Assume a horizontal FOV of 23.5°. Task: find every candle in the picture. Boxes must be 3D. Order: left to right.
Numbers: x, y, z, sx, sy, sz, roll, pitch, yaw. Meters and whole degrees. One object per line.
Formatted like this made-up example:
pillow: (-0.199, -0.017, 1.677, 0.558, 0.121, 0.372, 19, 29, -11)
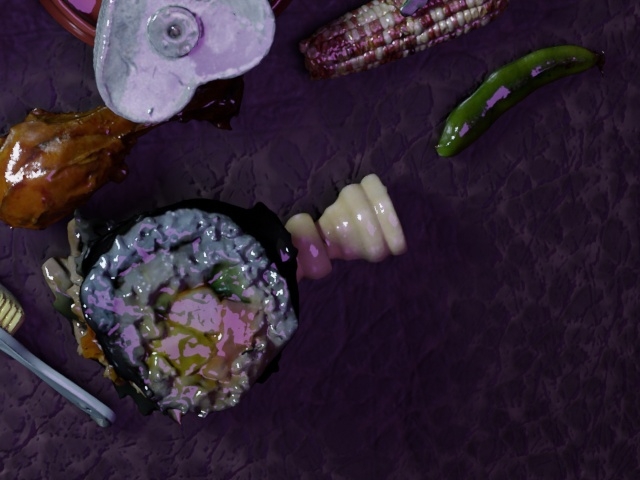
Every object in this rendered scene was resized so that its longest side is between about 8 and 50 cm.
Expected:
candle: (-0.146, -0.213, 1.494, 0.192, 0.068, 0.168, -33, 109, -3)

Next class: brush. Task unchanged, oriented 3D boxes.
brush: (-0.318, 0.093, 1.607, 0.297, 0.068, 0.060, 41, 68, -25)

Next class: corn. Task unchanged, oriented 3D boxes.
corn: (0.089, -0.234, 1.636, 0.237, 0.079, 0.080, -21, 109, -6)

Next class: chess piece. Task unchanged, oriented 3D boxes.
chess piece: (0.000, 0.000, 1.666, 0.170, 0.094, 0.094, -22, 109, -2)

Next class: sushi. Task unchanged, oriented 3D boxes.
sushi: (-0.150, 0.069, 1.576, 0.225, 0.219, 0.239, -15, 83, -21)

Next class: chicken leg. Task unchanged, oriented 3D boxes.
chicken leg: (-0.209, -0.112, 1.573, 0.304, 0.093, 0.113, -28, 97, -13)

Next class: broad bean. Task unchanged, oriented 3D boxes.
broad bean: (0.221, -0.165, 1.711, 0.226, 0.039, 0.069, -27, 115, -10)

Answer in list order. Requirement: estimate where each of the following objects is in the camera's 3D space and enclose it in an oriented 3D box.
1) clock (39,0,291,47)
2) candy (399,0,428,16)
clock: (-0.152, -0.332, 1.533, 0.318, 0.080, 0.319, -3, 108, -9)
candy: (0.190, -0.353, 1.610, 0.323, 0.097, 0.097, -48, 112, -10)
